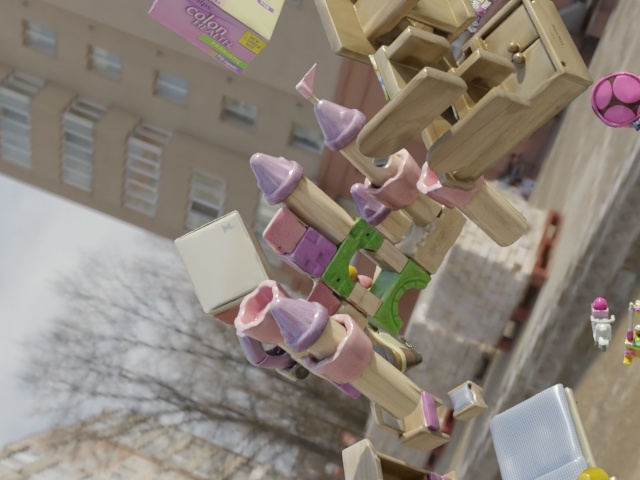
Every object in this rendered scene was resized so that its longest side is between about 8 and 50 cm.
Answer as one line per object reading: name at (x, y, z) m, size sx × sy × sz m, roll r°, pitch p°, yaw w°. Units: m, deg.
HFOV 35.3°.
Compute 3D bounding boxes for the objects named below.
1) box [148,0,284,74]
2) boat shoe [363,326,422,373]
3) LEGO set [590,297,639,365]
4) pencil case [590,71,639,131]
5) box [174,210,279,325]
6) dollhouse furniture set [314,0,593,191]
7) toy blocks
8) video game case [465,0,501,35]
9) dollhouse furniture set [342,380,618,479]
box at (-0.188, -0.489, 1.981) m, size 0.117 × 0.213 × 0.243 m, roll -39°, pitch 27°, yaw 44°
boat shoe at (0.092, 0.150, 1.402) m, size 0.152 × 0.049 × 0.056 m, roll -141°, pitch 52°, yaw -62°
LEGO set at (0.547, 0.110, 1.483) m, size 0.132 × 0.287 × 0.107 m, roll -92°, pitch -7°, yaw -55°
pencil case at (0.494, -0.216, 1.568) m, size 0.098 × 0.095 × 0.209 m, roll -26°, pitch -6°, yaw 29°
box at (-0.161, 0.057, 1.840) m, size 0.126 × 0.149 × 0.232 m, roll -25°, pitch -12°, yaw 0°
dollhouse furniture set at (0.083, -0.146, 0.857) m, size 0.161 × 0.242 × 0.212 m, roll -42°, pitch 53°, yaw 38°
toy blocks at (0.000, 0.000, 1.116) m, size 0.289 × 0.260 × 0.309 m, roll -57°, pitch 24°, yaw -12°
video game case at (0.180, -0.410, 1.455) m, size 0.232 × 0.210 × 0.042 m, roll -51°, pitch -12°, yaw -40°
dollhouse furniture set at (0.206, 0.263, 1.330) m, size 0.303 × 0.198 × 0.286 m, roll -34°, pitch 45°, yaw 30°
